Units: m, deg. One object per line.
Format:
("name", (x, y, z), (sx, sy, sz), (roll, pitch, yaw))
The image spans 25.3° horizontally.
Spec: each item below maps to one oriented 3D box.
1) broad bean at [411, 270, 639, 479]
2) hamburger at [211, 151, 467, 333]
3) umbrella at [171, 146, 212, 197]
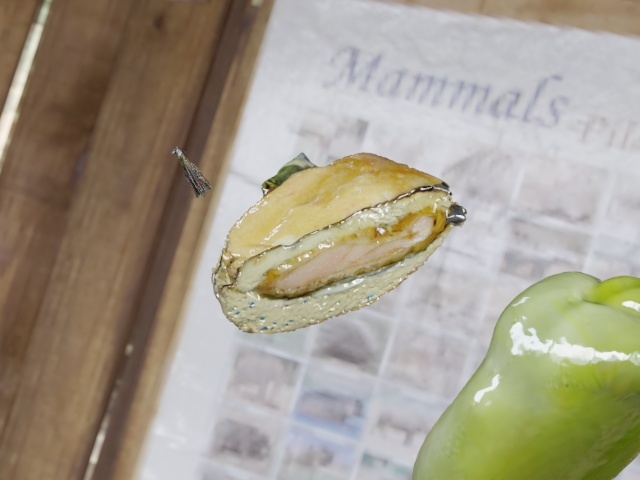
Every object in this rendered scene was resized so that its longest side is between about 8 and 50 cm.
("broad bean", (0.122, 0.091, 0.768), (0.124, 0.174, 0.082), (10, 35, -31))
("hamburger", (0.002, -0.005, 0.964), (0.102, 0.176, 0.087), (50, -17, 51))
("umbrella", (-0.134, -0.071, 1.477), (0.020, 0.031, 0.083), (-25, -38, 8))
